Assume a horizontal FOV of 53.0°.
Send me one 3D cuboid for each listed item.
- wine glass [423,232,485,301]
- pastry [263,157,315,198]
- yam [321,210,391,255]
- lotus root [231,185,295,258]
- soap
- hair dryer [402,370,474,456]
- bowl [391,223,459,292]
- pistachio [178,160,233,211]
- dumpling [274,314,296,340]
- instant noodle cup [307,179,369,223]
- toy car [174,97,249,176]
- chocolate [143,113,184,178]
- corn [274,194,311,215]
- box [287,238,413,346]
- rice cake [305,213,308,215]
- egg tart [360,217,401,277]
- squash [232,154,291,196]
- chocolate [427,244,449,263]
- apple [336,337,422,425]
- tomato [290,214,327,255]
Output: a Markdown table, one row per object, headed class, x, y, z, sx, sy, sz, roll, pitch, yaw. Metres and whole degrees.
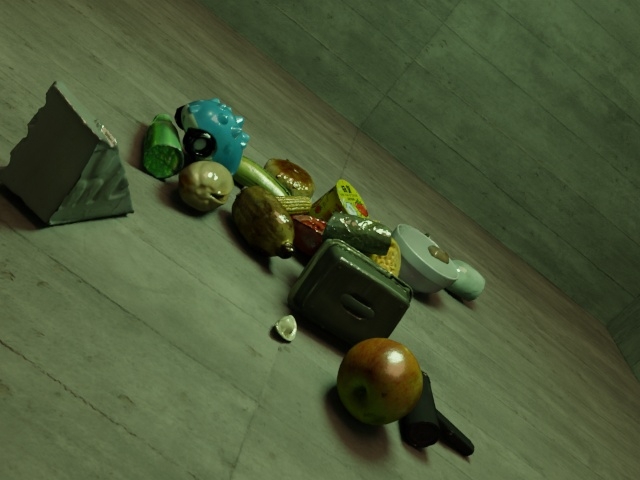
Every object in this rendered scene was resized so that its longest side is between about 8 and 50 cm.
| class | x | y | z | sx | sy | sz | roll | pitch | yaw |
| --- | --- | --- | --- | --- | --- | --- | --- | --- | --- |
| wine glass | 0.501 | 0.111 | 2.546 | 0.321 | 0.143 | 0.143 | 38 | 21 | -8 |
| pastry | -0.108 | -0.204 | 2.187 | 0.192 | 0.093 | 0.182 | 32 | 25 | 0 |
| yam | 0.099 | -0.018 | 1.740 | 0.183 | 0.107 | 0.107 | 15 | 23 | -1 |
| lotus root | -0.149 | -0.045 | 1.752 | 0.128 | 0.145 | 0.260 | -1 | 42 | -50 |
| soap | -0.465 | -0.174 | 1.325 | 0.159 | 0.258 | 0.302 | 42 | 20 | 9 |
| hair dryer | 0.299 | 0.458 | 1.604 | 0.251 | 0.089 | 0.197 | 40 | 20 | -18 |
| bowl | 0.347 | 0.085 | 2.330 | 0.287 | 0.144 | 0.287 | 34 | 22 | -16 |
| pistachio | -0.306 | -0.150 | 1.722 | 0.144 | 0.144 | 0.215 | 40 | 10 | 1 |
| dumpling | -0.080 | 0.208 | 1.514 | 0.059 | 0.043 | 0.077 | 57 | 5 | -2 |
| instant noodle cup | 0.055 | -0.092 | 2.160 | 0.182 | 0.144 | 0.182 | 43 | 28 | -30 |
| toy car | -0.302 | -0.294 | 1.864 | 0.255 | 0.190 | 0.188 | 76 | -10 | -45 |
| chocolate | -0.442 | -0.280 | 1.804 | 0.110 | 0.110 | 0.291 | 28 | 21 | -28 |
| corn | -0.119 | -0.105 | 1.971 | 0.207 | 0.068 | 0.068 | -7 | 47 | -34 |
| box | 0.078 | 0.143 | 1.664 | 0.290 | 0.221 | 0.166 | 33 | 7 | -15 |
| rice cake | -0.047 | -0.136 | 2.261 | 0.029 | 0.033 | 0.171 | 27 | 24 | -15 |
| egg tart | 0.151 | 0.070 | 1.876 | 0.118 | 0.288 | 0.288 | 6 | 0 | 35 |
| squash | -0.220 | -0.205 | 2.033 | 0.341 | 0.094 | 0.094 | 36 | 21 | -8 |
| chocolate | 0.431 | 0.049 | 2.303 | 0.100 | 0.031 | 0.064 | 27 | 29 | -34 |
| apple | 0.129 | 0.319 | 1.442 | 0.196 | 0.196 | 0.196 | 34 | 22 | -16 |
| tomato | -0.003 | 0.003 | 1.944 | 0.228 | 0.101 | 0.228 | 20 | 10 | -3 |
